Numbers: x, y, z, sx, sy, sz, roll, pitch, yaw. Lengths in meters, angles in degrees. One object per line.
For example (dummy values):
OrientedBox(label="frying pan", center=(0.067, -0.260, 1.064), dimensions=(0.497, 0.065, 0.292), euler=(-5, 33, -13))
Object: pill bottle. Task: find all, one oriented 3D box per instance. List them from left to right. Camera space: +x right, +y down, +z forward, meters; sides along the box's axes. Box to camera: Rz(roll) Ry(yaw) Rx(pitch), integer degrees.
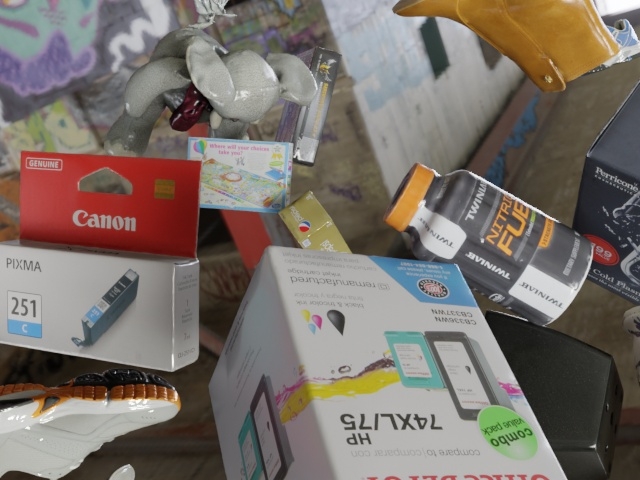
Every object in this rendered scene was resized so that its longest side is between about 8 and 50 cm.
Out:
OrientedBox(label="pill bottle", center=(0.204, -0.004, 1.092), dimensions=(0.130, 0.246, 0.130), euler=(-61, -178, 4))

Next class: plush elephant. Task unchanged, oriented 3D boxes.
OrientedBox(label="plush elephant", center=(-0.163, -0.233, 1.414), dimensions=(0.272, 0.330, 0.255), euler=(-1, -149, -36))

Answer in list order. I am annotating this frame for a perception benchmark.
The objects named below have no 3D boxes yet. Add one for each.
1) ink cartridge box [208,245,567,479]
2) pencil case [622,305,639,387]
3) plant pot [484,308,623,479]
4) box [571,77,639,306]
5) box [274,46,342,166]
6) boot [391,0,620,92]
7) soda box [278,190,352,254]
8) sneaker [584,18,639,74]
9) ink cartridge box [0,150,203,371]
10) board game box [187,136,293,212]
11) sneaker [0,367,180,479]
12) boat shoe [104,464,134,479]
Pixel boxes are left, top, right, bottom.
OrientedBox(label="ink cartridge box", center=(0.042, 0.172, 0.731), dimensions=(0.198, 0.197, 0.270), euler=(6, -140, -24))
OrientedBox(label="pencil case", center=(0.477, 0.278, 1.060), dimensions=(0.160, 0.410, 0.183), euler=(-11, 166, 28))
OrientedBox(label="plant pot", center=(0.298, 0.222, 1.138), dimensions=(0.167, 0.188, 0.187), euler=(5, -119, 29))
OrientedBox(label="box", center=(0.553, -0.021, 1.238), dimensions=(0.343, 0.312, 0.179), euler=(30, -113, 25))
OrientedBox(label="box", center=(-0.032, -0.269, 1.767), dimensions=(0.056, 0.231, 0.183), euler=(14, -177, -15))
OrientedBox(label="boot", center=(0.240, -0.284, 1.169), dimensions=(0.104, 0.211, 0.295), euler=(-49, -158, -22))
OrientedBox(label="soda box", center=(0.000, 0.000, 1.281), dimensions=(0.058, 0.181, 0.061), euler=(-35, -117, -2))
OrientedBox(label="sneaker", center=(0.536, -0.371, 1.698), dimensions=(0.211, 0.081, 0.080), euler=(-24, -170, -26))
OrientedBox(label="ink cartridge box", center=(-0.298, 0.019, 1.129), dimensions=(0.296, 0.261, 0.066), euler=(5, -173, 23))
OrientedBox(label="board game box", center=(-0.120, -0.096, 1.271), dimensions=(0.154, 0.103, 0.026), euler=(5, -176, 12))
OrientedBox(label="sneaker", center=(-0.307, 0.240, 1.099), dimensions=(0.263, 0.121, 0.099), euler=(-6, -165, -6))
OrientedBox(label="boat shoe", center=(-0.392, 0.466, 1.610), dimensions=(0.038, 0.046, 0.125), euler=(-21, -160, 33))
